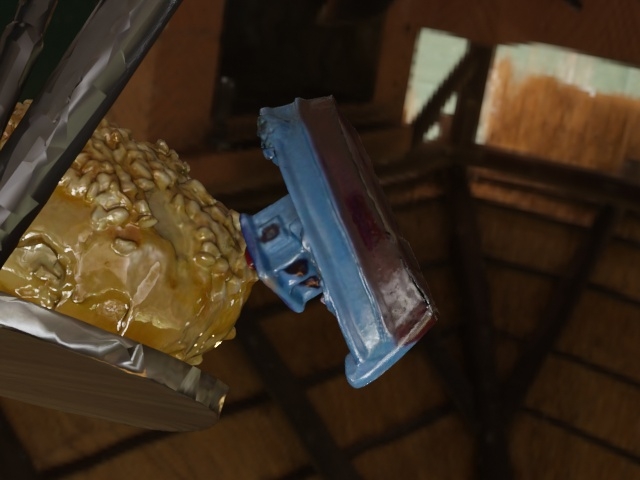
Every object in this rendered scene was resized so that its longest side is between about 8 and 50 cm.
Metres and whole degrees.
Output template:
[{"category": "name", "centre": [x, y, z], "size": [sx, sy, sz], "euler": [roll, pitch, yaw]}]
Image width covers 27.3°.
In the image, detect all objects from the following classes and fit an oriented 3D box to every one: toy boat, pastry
[{"category": "toy boat", "centre": [0.000, 0.000, 0.811], "size": [0.100, 0.097, 0.223], "euler": [48, -165, -44]}, {"category": "pastry", "centre": [-0.168, -0.006, 0.953], "size": [0.255, 0.162, 0.311], "euler": [32, 169, -16]}]

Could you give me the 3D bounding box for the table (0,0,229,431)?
[{"category": "table", "centre": [-0.154, -0.100, 0.462], "size": [0.317, 0.249, 0.317], "euler": [17, 166, 4]}]
